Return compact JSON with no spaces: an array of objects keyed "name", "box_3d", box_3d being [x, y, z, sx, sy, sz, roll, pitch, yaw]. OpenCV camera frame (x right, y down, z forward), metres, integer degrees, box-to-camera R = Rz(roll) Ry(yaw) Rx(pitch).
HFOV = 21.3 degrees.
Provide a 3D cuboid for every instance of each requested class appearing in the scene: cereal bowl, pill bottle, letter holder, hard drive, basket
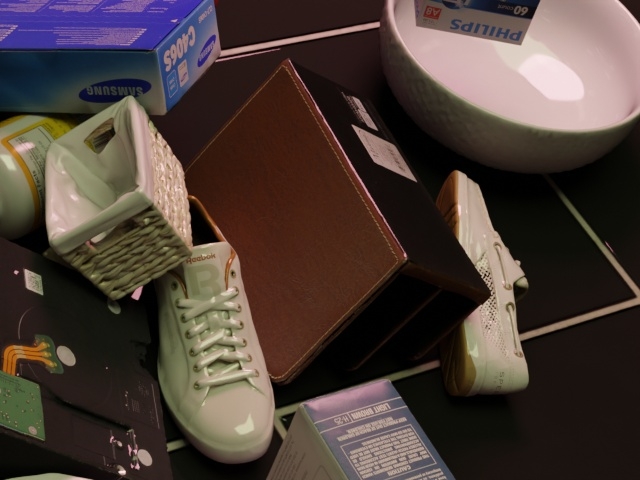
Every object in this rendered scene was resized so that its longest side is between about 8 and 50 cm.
[{"name":"cereal bowl","box_3d":[0.225,-0.201,2.063,0.339,0.141,0.339,10,45,-10]},{"name":"pill bottle","box_3d":[-0.306,-0.071,1.770,0.117,0.117,0.208,42,48,20]},{"name":"letter holder","box_3d":[0.000,0.000,1.809,0.152,0.214,0.302,21,31,-48]},{"name":"hard drive","box_3d":[-0.288,0.103,1.541,0.339,0.064,0.237,28,34,-40]},{"name":"basket","box_3d":[-0.195,-0.040,1.669,0.113,0.103,0.167,-29,38,13]}]

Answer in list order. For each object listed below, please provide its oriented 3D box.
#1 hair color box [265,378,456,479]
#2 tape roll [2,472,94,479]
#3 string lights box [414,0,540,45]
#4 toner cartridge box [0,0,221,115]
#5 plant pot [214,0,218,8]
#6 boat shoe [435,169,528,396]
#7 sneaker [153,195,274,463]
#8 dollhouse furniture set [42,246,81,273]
[{"name":"hair color box","box_3d":[0.081,0.313,1.506,0.105,0.174,0.347,-13,54,-31]},{"name":"tape roll","box_3d":[-0.225,0.339,1.426,0.286,0.100,0.286,10,46,-11]},{"name":"string lights box","box_3d":[0.202,-0.349,1.912,0.133,0.260,0.077,9,46,-10]},{"name":"toner cartridge box","box_3d":[-0.297,-0.200,1.806,0.348,0.075,0.165,3,30,19]},{"name":"plant pot","box_3d":[-0.211,-0.333,2.000,0.191,0.191,0.174,1,50,-18]},{"name":"boat shoe","box_3d":[0.176,0.049,1.847,0.096,0.098,0.277,7,56,-14]},{"name":"sneaker","box_3d":[-0.118,0.080,1.679,0.106,0.123,0.290,-13,54,-12]},{"name":"dollhouse furniture set","box_3d":[-0.220,0.003,1.798,0.076,0.058,0.151,42,67,10]}]
